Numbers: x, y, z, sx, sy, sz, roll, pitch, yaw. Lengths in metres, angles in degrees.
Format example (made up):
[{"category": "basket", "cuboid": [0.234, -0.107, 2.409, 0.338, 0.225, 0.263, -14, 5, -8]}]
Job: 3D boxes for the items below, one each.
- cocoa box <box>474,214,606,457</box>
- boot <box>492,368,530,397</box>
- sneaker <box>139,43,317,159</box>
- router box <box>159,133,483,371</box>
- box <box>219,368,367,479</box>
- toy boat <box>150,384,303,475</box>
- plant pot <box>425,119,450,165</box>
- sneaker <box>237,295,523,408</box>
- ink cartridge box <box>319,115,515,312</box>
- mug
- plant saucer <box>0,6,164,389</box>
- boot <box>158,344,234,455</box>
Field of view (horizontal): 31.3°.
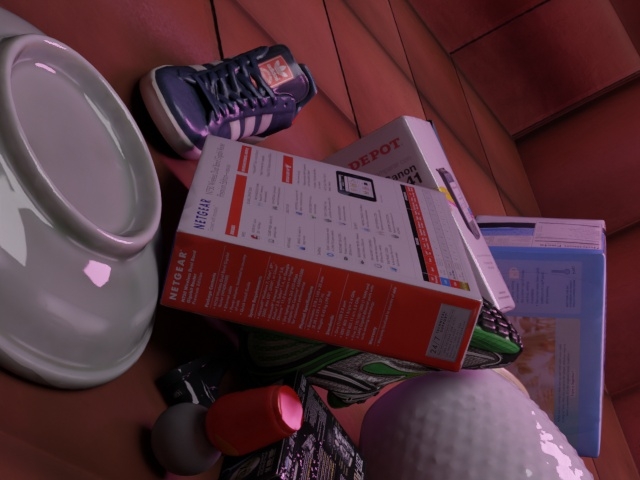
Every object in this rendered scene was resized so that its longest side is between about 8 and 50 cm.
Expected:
[{"category": "cocoa box", "cuboid": [0.352, 0.152, 1.886, 0.228, 0.232, 0.347, -48, 138, -70]}, {"category": "boot", "cuboid": [0.221, 0.307, 1.597, 0.203, 0.095, 0.262, -60, 143, -31]}, {"category": "sneaker", "cuboid": [-0.104, -0.193, 1.469, 0.131, 0.148, 0.350, 63, 19, -1]}, {"category": "router box", "cuboid": [0.000, 0.000, 1.233, 0.301, 0.082, 0.335, 13, 20, -5]}, {"category": "box", "cuboid": [-0.025, 0.250, 1.193, 0.147, 0.078, 0.180, 55, 21, -22]}, {"category": "toy boat", "cuboid": [-0.056, 0.288, 1.005, 0.267, 0.148, 0.318, 10, 63, -61]}, {"category": "plant pot", "cuboid": [0.166, -0.049, 1.981, 0.165, 0.166, 0.234, -91, 157, -52]}, {"category": "sneaker", "cuboid": [0.068, 0.116, 1.318, 0.134, 0.344, 0.146, -117, -147, -64]}, {"category": "ink cartridge box", "cuboid": [0.107, 0.008, 1.636, 0.306, 0.226, 0.131, 65, 18, 8]}, {"category": "mug", "cuboid": [0.222, 0.330, 1.400, 0.374, 0.276, 0.328, 10, 47, -50]}, {"category": "plant saucer", "cuboid": [-0.244, -0.069, 1.017, 0.400, 0.101, 0.400, 51, 23, -30]}, {"category": "boot", "cuboid": [-0.107, 0.164, 1.146, 0.099, 0.045, 0.121, 62, 26, 3]}]
